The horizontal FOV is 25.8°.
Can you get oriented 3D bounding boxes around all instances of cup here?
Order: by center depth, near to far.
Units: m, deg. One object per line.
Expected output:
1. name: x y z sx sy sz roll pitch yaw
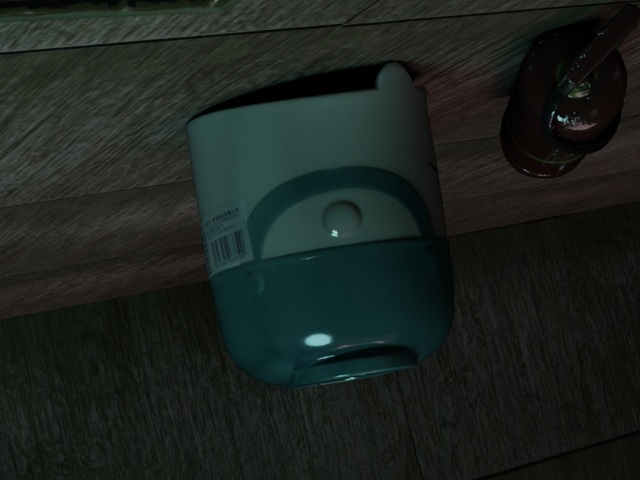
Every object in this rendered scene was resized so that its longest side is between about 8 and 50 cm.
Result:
1. cup: 0.000 0.000 1.269 0.219 0.258 0.290 -8 173 -9

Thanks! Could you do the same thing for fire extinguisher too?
1. fire extinguisher: 0.237 -0.137 1.305 0.141 0.105 0.341 -53 174 -4

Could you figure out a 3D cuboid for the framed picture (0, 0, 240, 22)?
1. framed picture: -0.134 -0.151 0.651 0.335 0.022 0.247 -10 172 -33
